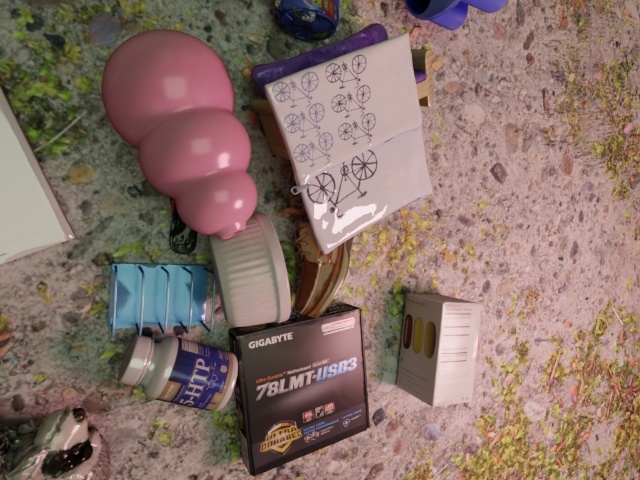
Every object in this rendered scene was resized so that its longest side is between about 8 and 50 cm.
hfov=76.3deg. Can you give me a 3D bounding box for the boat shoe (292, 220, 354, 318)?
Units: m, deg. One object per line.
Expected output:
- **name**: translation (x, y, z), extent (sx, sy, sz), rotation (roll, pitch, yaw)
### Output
- **boat shoe**: translation (0.000, 0.000, 0.869), extent (0.120, 0.122, 0.324), rotation (26, 73, -21)

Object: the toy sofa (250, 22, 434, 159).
- **toy sofa**: translation (0.051, -0.308, 0.823), extent (0.363, 0.150, 0.177), rotation (-30, 125, -23)

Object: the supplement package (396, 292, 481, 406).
- **supplement package**: translation (0.293, 0.263, 1.019), extent (0.134, 0.139, 0.244), rotation (6, 90, -29)

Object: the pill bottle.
- **pill bottle**: translation (-0.258, 0.238, 0.745), extent (0.187, 0.112, 0.112), rotation (25, 82, -26)

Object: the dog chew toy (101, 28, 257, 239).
- **dog chew toy**: translation (-0.208, -0.160, 0.663), extent (0.207, 0.206, 0.331), rotation (-24, 87, -24)

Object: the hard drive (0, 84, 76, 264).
- **hard drive**: translation (-0.545, -0.107, 0.612), extent (0.203, 0.040, 0.307), rotation (-25, 105, -24)

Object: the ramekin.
- **ramekin**: translation (-0.136, 0.060, 0.750), extent (0.109, 0.207, 0.207), rotation (-13, 99, -17)

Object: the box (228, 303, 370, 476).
- **box**: translation (-0.037, 0.310, 0.890), extent (0.296, 0.073, 0.293), rotation (-7, 97, -28)

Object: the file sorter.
- **file sorter**: translation (-0.280, 0.106, 0.728), extent (0.170, 0.104, 0.118), rotation (3, 93, -28)

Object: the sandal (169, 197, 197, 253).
- **sandal**: translation (-0.252, -0.062, 0.767), extent (0.067, 0.040, 0.179), rotation (-1, 94, -27)

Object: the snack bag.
- **snack bag**: translation (0.081, -0.172, 0.772), extent (0.323, 0.037, 0.342), rotation (-29, 120, -23)

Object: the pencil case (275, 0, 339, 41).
- **pencil case**: translation (-0.025, -0.563, 0.807), extent (0.133, 0.119, 0.306), rotation (0, 93, -30)

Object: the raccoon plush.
- **raccoon plush**: translation (-0.540, 0.408, 0.616), extent (0.446, 0.216, 0.299), rotation (-40, 128, 11)

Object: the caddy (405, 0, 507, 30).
- **caddy**: translation (0.309, -0.657, 0.910), extent (0.179, 0.241, 0.341), rotation (7, 90, -32)
